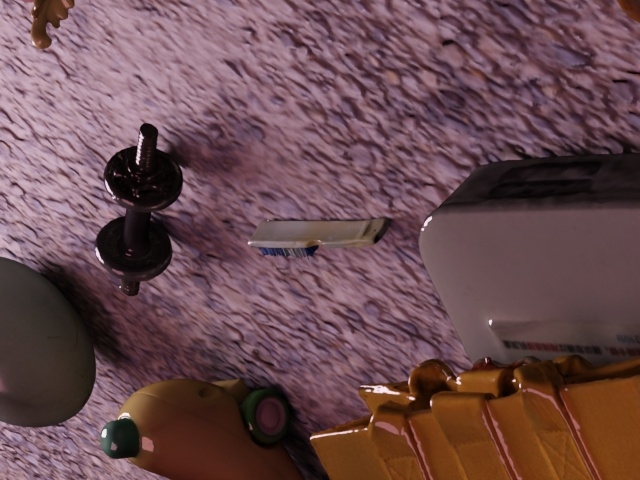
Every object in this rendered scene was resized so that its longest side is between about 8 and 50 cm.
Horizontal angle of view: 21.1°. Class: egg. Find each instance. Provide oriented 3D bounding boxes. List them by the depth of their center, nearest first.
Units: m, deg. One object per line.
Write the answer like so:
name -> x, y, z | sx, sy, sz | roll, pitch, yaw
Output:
egg -> -0.359, 0.116, 1.973 | 0.231, 0.168, 0.168 | 42, 145, 5

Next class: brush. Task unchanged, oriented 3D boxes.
brush -> 0.000, 0.000, 1.596 | 0.178, 0.033, 0.030 | 0, 129, 47

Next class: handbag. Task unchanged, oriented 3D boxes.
handbag -> 0.186, 0.217, 1.346 | 0.401, 0.133, 0.283 | -16, 108, 54

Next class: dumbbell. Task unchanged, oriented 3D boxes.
dumbbell -> -0.183, -0.027, 1.725 | 0.081, 0.081, 0.254 | 36, 143, 17

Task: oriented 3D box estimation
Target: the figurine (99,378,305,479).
figurine -> -0.105, 0.289, 1.822 | 0.124, 0.222, 0.325 | -11, 114, 48

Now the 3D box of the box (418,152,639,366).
box -> 0.298, 0.115, 1.322 | 0.396, 0.111, 0.397 | 1, 124, 47

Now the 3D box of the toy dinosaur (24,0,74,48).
toy dinosaur -> -0.253, -0.267, 1.512 | 0.177, 0.194, 0.152 | -33, 107, 33

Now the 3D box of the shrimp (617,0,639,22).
shrimp -> 0.231, -0.193, 1.175 | 0.059, 0.023, 0.108 | 20, 137, 20
